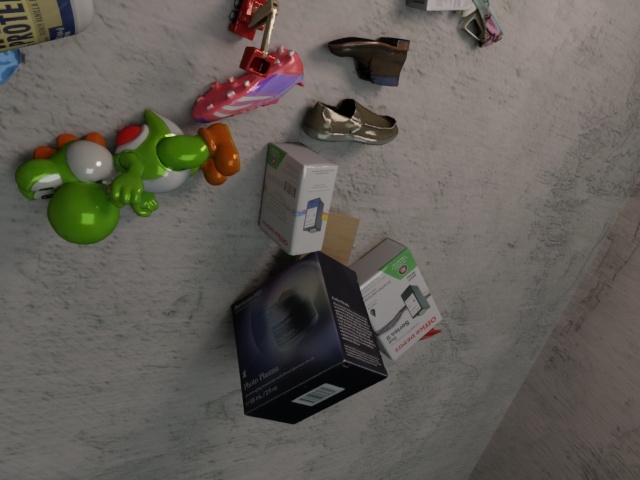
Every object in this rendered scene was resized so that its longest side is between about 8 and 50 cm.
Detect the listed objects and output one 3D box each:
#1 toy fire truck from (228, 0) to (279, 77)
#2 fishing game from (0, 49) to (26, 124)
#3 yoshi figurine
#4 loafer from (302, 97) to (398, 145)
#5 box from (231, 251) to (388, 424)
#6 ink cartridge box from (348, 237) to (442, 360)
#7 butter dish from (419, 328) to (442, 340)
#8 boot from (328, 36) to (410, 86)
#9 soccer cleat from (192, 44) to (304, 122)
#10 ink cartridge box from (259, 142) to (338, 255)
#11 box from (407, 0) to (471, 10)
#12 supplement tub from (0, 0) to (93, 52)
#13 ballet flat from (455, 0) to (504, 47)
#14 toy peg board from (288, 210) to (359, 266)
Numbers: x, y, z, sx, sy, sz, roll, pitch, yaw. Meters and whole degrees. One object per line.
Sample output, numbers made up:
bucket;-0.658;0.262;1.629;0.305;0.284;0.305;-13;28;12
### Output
toy fire truck;-0.109;-0.402;0.895;0.047;0.135;0.192;9;112;-40
fishing game;-0.532;-0.295;0.721;0.189;0.041;0.264;1;117;-34
yoshi figurine;-0.330;-0.094;0.900;0.362;0.203;0.203;-16;133;-25
loafer;0.082;-0.275;1.150;0.251;0.094;0.087;-8;127;-33
box;-0.042;0.232;1.190;0.296;0.294;0.183;-34;138;23
ink cartridge box;0.205;0.173;1.469;0.211;0.121;0.289;-37;118;-12
butter dish;0.289;0.275;1.658;0.160;0.118;0.160;4;155;-39
boot;0.108;-0.389;1.104;0.219;0.082;0.106;-14;123;-32
soccer cleat;-0.135;-0.290;0.993;0.248;0.083;0.095;-38;138;-14
ink cartridge box;-0.056;-0.095;1.123;0.093;0.154;0.212;-7;121;-35
box;0.271;-0.580;1.106;0.137;0.072;0.126;-15;126;-28
supplement tub;-0.464;-0.326;0.584;0.316;0.228;0.228;-27;131;-24
ballet flat;0.375;-0.551;1.210;0.079;0.076;0.221;-36;137;15
toy peg board;0.000;0.000;1.297;0.161;0.079;0.160;12;95;-41
